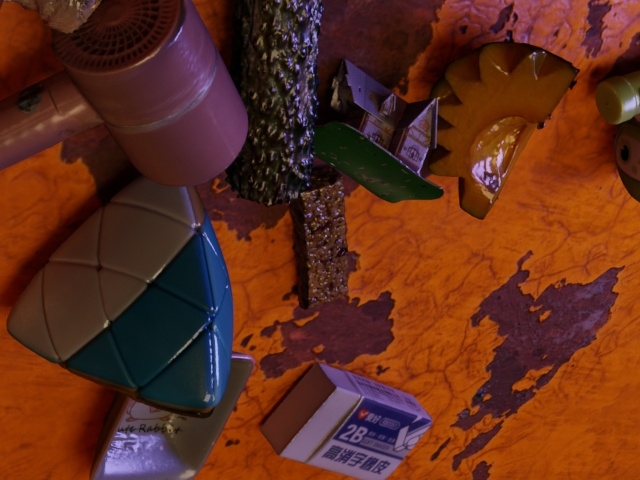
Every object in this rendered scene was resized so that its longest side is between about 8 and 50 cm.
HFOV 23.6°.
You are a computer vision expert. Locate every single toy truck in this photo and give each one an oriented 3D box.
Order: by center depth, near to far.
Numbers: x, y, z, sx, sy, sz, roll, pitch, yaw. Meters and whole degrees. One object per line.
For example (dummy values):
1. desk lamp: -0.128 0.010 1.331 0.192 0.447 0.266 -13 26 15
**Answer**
1. toy truck: 0.438 -0.149 1.858 0.187 0.148 0.210 -34 121 -10

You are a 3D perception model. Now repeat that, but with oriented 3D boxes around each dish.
1. dish: -0.188 0.202 1.753 0.154 0.064 0.234 2 125 -40

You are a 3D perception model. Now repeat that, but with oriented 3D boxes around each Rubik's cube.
1. Rubik's cube: -0.148 0.034 1.566 0.254 0.254 0.254 -22 139 -21

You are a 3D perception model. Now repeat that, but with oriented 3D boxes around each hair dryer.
1. hair dryer: -0.252 -0.098 1.380 0.352 0.125 0.210 -24 149 2

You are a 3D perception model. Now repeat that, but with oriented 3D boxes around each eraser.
1. eraser: 0.035 0.237 1.964 0.124 0.068 0.210 -49 140 14

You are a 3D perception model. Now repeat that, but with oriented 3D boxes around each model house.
1. model house: 0.060 -0.118 1.619 0.167 0.117 0.088 31 71 -28

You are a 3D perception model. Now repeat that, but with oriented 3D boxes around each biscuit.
1. biscuit: 0.000 0.000 1.728 0.064 0.034 0.199 -23 140 -19

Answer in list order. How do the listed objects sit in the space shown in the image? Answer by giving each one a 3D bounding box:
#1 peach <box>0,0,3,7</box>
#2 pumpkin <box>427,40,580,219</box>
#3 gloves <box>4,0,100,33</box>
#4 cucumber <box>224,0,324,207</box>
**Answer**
1. peach: -0.356 -0.219 1.082 0.232 0.232 0.256 -46 131 9
2. pumpkin: 0.194 -0.163 1.691 0.149 0.130 0.254 -62 178 -41
3. gloves: -0.241 -0.229 1.239 0.144 0.094 0.110 6 99 -29
4. cucumber: -0.041 -0.197 1.456 0.096 0.096 0.359 -17 136 -25
